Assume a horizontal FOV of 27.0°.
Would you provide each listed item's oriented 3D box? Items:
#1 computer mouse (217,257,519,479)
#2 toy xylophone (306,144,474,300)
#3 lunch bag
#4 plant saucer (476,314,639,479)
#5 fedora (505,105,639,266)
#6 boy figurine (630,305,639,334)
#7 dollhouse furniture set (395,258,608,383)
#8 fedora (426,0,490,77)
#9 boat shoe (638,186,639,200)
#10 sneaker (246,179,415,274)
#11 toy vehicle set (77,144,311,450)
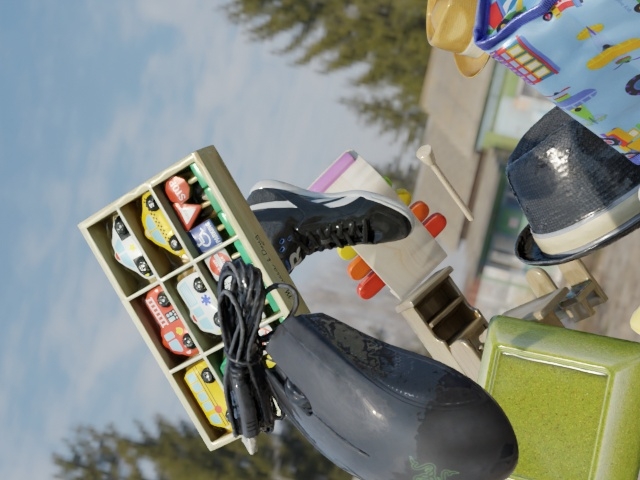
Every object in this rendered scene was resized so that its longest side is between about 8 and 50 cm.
[{"bbox_3d":[0.021,0.137,1.047,0.072,0.272,0.188,-43,-37,-43],"label":"computer mouse"},{"bbox_3d":[0.127,-0.033,2.268,0.236,0.081,0.323,-38,-49,-6],"label":"toy xylophone"},{"bbox_3d":[0.222,-0.244,1.041,0.221,0.138,0.293,28,-132,-41],"label":"lunch bag"},{"bbox_3d":[0.227,0.179,1.326,0.045,0.188,0.188,16,-95,-57],"label":"plant saucer"},{"bbox_3d":[0.374,-0.113,1.814,0.334,0.152,0.334,-37,12,9],"label":"fedora"},{"bbox_3d":[0.574,0.061,1.890,0.092,0.285,0.177,-129,20,-70],"label":"boy figurine"},{"bbox_3d":[0.253,0.105,1.960,0.212,0.161,0.242,-38,5,-37],"label":"dollhouse furniture set"},{"bbox_3d":[0.200,-0.328,1.931,0.194,0.079,0.194,-177,90,-76],"label":"fedora"},{"bbox_3d":[0.407,-0.056,1.517,0.096,0.088,0.267,57,-158,-47],"label":"boat shoe"},{"bbox_3d":[0.000,0.000,1.631,0.079,0.217,0.121,79,-155,-47],"label":"sneaker"},{"bbox_3d":[-0.107,0.059,1.312,0.166,0.267,0.035,-30,1,29],"label":"toy vehicle set"}]
